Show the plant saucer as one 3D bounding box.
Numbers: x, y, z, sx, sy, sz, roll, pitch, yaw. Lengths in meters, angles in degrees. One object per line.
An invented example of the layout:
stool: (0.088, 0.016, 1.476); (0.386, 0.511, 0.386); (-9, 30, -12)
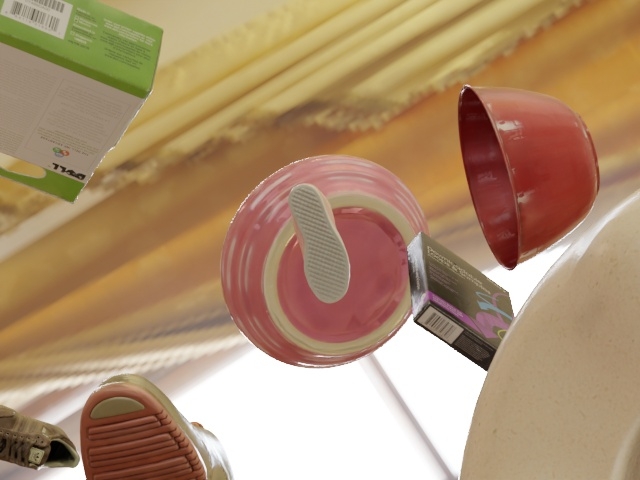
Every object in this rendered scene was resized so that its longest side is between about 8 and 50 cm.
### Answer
plant saucer: (0.020, 0.041, 2.005); (0.332, 0.332, 0.084); (60, -10, -23)

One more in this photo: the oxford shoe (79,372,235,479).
oxford shoe: (-0.190, 0.273, 1.654); (0.397, 0.140, 0.146); (73, 12, -45)

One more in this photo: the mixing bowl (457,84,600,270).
mixing bowl: (0.202, -0.069, 1.281); (0.181, 0.098, 0.181); (167, -90, -84)

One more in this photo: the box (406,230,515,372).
box: (0.136, 0.062, 1.276); (0.116, 0.029, 0.162); (34, 19, -14)

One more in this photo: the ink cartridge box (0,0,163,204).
ink cartridge box: (-0.318, -0.169, 1.546); (0.255, 0.189, 0.097); (-45, -150, 49)

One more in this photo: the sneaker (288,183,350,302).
sneaker: (0.000, 0.000, 1.492); (0.070, 0.051, 0.134); (-70, 143, -84)

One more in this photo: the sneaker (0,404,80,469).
sneaker: (-0.381, 0.255, 1.722); (0.071, 0.066, 0.188); (25, 4, 35)

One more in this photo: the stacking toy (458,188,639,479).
stacking toy: (0.345, 0.177, 0.742); (0.480, 0.350, 0.350); (21, 17, -34)
